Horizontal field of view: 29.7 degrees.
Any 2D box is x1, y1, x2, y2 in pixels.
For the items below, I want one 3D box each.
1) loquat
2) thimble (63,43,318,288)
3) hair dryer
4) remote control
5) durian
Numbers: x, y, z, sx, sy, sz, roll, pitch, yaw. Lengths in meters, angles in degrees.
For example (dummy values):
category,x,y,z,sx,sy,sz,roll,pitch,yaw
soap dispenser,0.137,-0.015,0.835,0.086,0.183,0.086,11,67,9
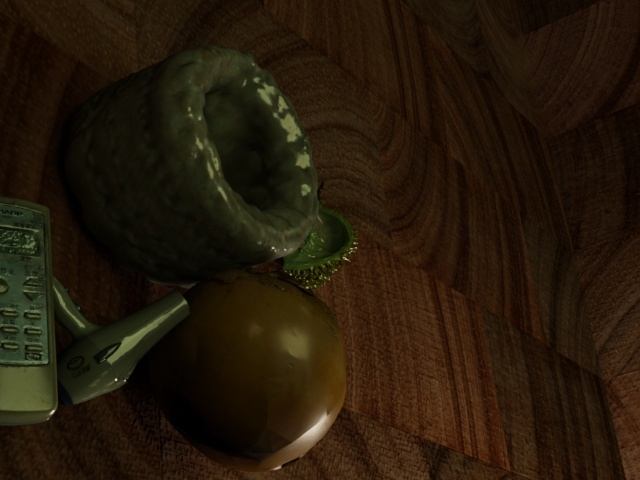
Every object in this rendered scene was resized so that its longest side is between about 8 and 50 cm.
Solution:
category,x,y,z,sx,sy,sz,roll,pitch,yaw
loquat,-0.080,0.143,1.364,0.235,0.235,0.235,41,37,-42
thimble,-0.147,-0.094,1.448,0.291,0.195,0.292,40,39,-44
hair dryer,-0.234,0.057,1.262,0.167,0.067,0.199,-21,82,-24
remote control,-0.309,0.065,1.176,0.098,0.038,0.234,9,60,-32
durian,0.000,0.000,1.786,0.100,0.086,0.215,43,36,-17
